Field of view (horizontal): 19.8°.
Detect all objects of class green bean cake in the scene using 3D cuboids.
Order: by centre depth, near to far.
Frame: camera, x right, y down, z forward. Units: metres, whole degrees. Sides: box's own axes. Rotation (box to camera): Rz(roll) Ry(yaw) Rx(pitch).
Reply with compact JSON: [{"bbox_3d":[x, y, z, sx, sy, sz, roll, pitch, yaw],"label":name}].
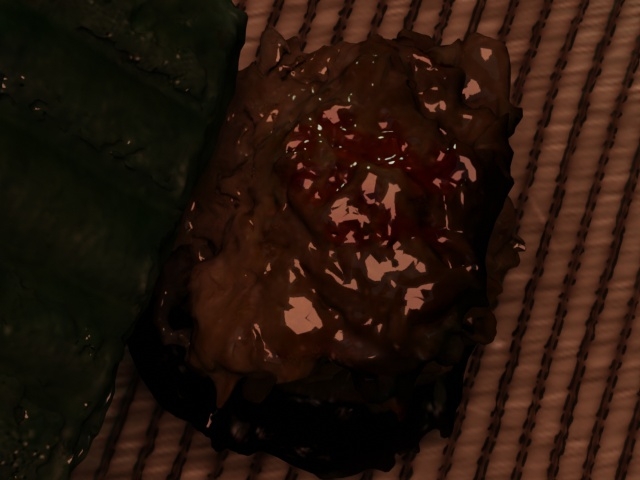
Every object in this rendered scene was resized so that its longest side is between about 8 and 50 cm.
[{"bbox_3d":[-0.205,-0.016,0.929,0.169,0.308,0.300,33,71,-34],"label":"green bean cake"}]

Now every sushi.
[{"bbox_3d":[0.000,-0.002,0.967,0.225,0.219,0.238,-8,75,-8],"label":"sushi"}]
